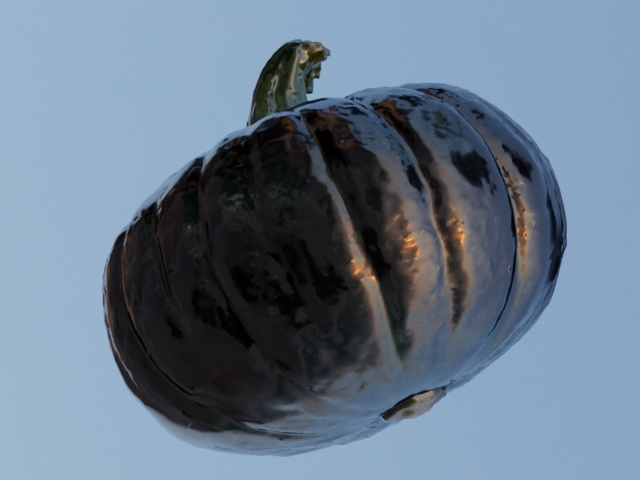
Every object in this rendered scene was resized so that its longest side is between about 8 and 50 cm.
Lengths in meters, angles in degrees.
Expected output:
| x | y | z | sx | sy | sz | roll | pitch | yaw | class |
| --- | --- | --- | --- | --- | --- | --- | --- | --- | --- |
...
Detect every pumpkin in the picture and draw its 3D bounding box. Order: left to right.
| x | y | z | sx | sy | sz | roll | pitch | yaw | class |
| --- | --- | --- | --- | --- | --- | --- | --- | --- | --- |
| 0.005 | 0.012 | 0.706 | 0.150 | 0.194 | 0.194 | 38 | -47 | 14 | pumpkin |
